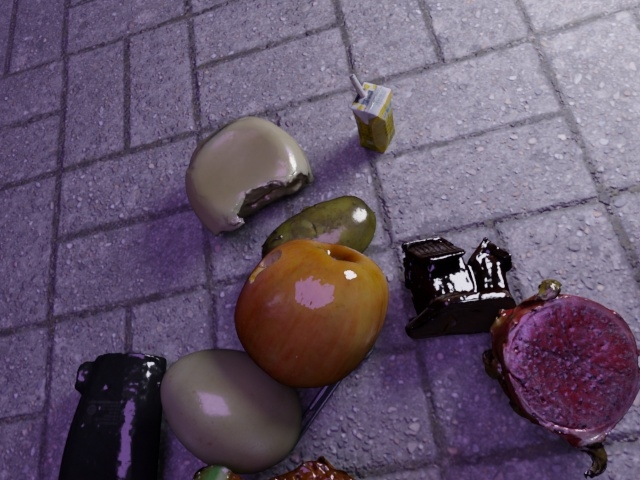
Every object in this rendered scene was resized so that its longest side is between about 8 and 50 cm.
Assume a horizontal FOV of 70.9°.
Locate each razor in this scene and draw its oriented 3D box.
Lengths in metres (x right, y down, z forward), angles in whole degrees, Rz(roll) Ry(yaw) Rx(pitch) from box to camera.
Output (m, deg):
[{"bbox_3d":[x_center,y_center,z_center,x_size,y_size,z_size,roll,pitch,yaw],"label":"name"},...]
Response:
[{"bbox_3d":[-0.392,0.383,0.854,0.189,0.107,0.326,-4,70,12],"label":"razor"}]

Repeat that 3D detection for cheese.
[{"bbox_3d":[-0.158,-0.134,0.966,0.266,0.127,0.233,-33,67,3],"label":"cheese"}]

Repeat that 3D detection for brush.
[{"bbox_3d":[0.012,0.276,0.832,0.062,0.027,0.266,30,81,36],"label":"brush"}]

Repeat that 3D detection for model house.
[{"bbox_3d":[0.246,0.074,0.810,0.203,0.141,0.164,-1,49,-7],"label":"model house"}]

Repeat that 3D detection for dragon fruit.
[{"bbox_3d":[0.368,0.202,0.708,0.211,0.147,0.282,-11,82,7],"label":"dragon fruit"}]

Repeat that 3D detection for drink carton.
[{"bbox_3d":[0.106,-0.260,0.904,0.075,0.200,0.084,25,79,19],"label":"drink carton"}]

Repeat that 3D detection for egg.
[{"bbox_3d":[-0.151,0.285,0.768,0.254,0.188,0.188,30,79,-9],"label":"egg"}]

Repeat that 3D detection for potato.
[{"bbox_3d":[0.000,0.000,0.891,0.251,0.113,0.149,-27,59,-6],"label":"potato"}]

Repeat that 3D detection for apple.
[{"bbox_3d":[-0.013,0.109,0.751,0.242,0.242,0.241,39,115,23],"label":"apple"}]

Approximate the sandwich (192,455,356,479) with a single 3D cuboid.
[{"bbox_3d":[-0.049,0.438,0.655,0.301,0.162,0.250,-16,53,-10],"label":"sandwich"}]
